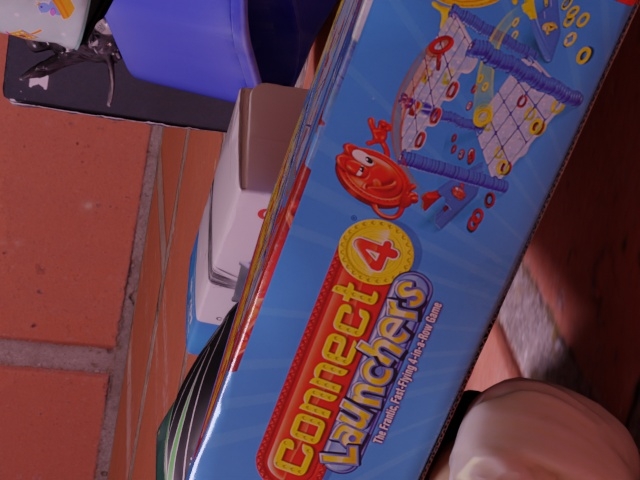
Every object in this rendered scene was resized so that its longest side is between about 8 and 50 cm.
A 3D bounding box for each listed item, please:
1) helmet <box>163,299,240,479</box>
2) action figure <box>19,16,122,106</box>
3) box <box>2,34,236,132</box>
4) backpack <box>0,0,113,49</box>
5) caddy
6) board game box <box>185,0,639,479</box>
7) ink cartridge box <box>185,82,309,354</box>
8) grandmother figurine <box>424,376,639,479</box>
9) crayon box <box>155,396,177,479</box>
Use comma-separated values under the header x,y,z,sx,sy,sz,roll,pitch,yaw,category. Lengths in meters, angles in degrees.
x,y,z,sx,sy,sz,roll,pitch,yaw,category
-0.015,0.126,0.985,0.169,0.169,0.161,111,173,-53,helmet
-0.238,-0.249,1.474,0.275,0.164,0.141,56,169,-10,action figure
-0.176,-0.459,1.873,0.472,0.297,0.480,-91,13,-47,box
-0.174,-0.211,0.984,0.166,0.144,0.188,-116,31,-62,backpack
-0.064,-0.250,1.427,0.341,0.179,0.241,75,-153,-70,caddy
0.045,-0.068,0.718,0.308,0.086,0.302,-77,7,-62,board game box
0.000,0.000,1.027,0.190,0.140,0.082,112,163,-56,ink cartridge box
0.056,0.158,0.740,0.342,0.104,0.208,109,155,-60,grandmother figurine
-0.048,0.156,1.243,0.278,0.081,0.165,123,151,-49,crayon box
